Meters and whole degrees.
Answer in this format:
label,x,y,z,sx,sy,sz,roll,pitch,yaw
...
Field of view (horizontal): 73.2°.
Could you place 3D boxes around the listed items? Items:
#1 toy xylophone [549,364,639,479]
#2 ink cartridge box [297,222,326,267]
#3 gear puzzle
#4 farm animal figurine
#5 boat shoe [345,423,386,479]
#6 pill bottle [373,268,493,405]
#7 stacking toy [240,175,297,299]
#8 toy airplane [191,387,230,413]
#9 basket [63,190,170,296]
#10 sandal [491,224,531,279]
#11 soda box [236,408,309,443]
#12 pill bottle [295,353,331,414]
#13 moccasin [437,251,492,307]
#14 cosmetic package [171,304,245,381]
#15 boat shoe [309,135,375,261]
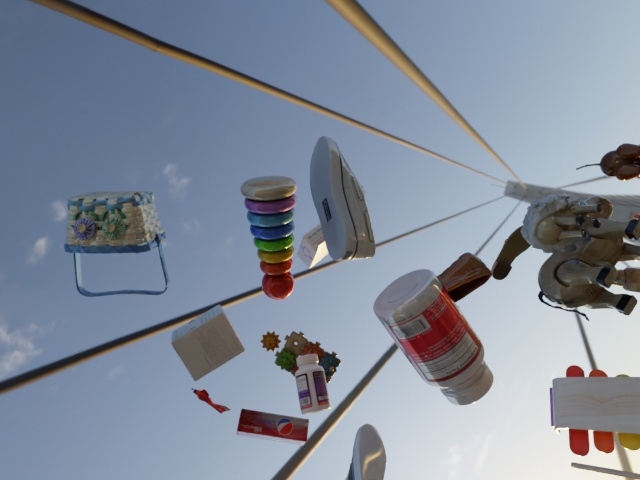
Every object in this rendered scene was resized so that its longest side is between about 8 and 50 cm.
label,x,y,z,sx,sy,sz,roll,pitch,yaw
toy xylophone,0.647,0.391,0.929,0.081,0.323,0.236,33,-116,-32
ink cartridge box,0.000,0.000,1.321,0.115,0.067,0.198,-38,-11,-22
gear puzzle,-0.093,0.471,1.765,0.175,0.339,0.044,-60,-6,0
farm animal figurine,0.497,0.012,0.754,0.327,0.172,0.330,-35,-75,-18
boat shoe,0.110,0.648,1.147,0.108,0.301,0.102,31,-52,-25
pill bottle,0.367,0.311,1.369,0.229,0.229,0.407,-40,-80,-23
stacking toy,-0.120,0.007,1.118,0.141,0.141,0.330,-19,-64,-36
toy airplane,-0.372,0.540,1.448,0.028,0.151,0.151,-57,-43,-31
basket,-0.551,0.012,1.164,0.255,0.201,0.288,-3,-73,2
sandal,0.688,0.027,1.570,0.088,0.079,0.240,22,-69,-8
soda box,-0.181,0.708,1.633,0.092,0.263,0.083,109,170,-55
pill bottle,-0.033,0.512,1.544,0.108,0.108,0.193,15,-125,-45
moccasin,0.447,0.215,1.549,0.380,0.147,0.139,-41,-44,10
cosmetic package,-0.370,0.330,1.414,0.184,0.151,0.151,-30,-80,-15
boat shoe,0.047,-0.084,0.839,0.088,0.267,0.096,3,-33,-29
